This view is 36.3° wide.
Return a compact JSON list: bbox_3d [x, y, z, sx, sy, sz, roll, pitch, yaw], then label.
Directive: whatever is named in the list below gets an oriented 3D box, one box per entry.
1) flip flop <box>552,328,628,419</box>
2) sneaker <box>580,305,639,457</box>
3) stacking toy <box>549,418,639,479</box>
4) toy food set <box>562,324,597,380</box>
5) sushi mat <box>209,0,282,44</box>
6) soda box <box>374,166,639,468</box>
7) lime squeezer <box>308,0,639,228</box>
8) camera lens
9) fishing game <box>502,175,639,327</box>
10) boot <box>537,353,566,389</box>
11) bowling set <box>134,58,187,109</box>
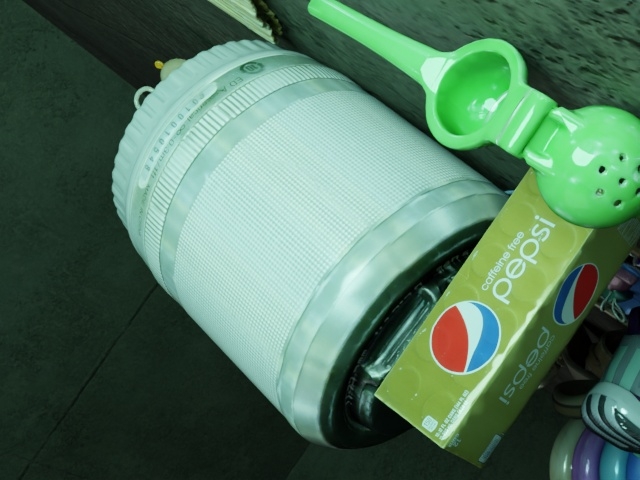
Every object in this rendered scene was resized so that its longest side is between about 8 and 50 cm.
[{"bbox_3d":[0.286,0.113,0.876,0.112,0.080,0.277,-4,164,-3],"label":"flip flop"},{"bbox_3d":[0.294,0.137,0.710,0.223,0.098,0.083,34,163,-23],"label":"sneaker"},{"bbox_3d":[0.357,0.222,0.889,0.141,0.141,0.330,36,161,-14],"label":"stacking toy"},{"bbox_3d":[0.428,0.216,1.116,0.306,0.092,0.220,31,164,44],"label":"toy food set"},{"bbox_3d":[-0.168,-0.250,0.722,0.316,0.019,0.151,34,179,16],"label":"sushi mat"},{"bbox_3d":[0.115,0.041,0.587,0.061,0.181,0.058,33,177,41],"label":"soda box"},{"bbox_3d":[0.108,-0.059,0.481,0.310,0.059,0.110,33,-153,14],"label":"lime squeezer"},{"bbox_3d":[0.000,0.000,0.731,0.274,0.219,0.219,42,-179,31],"label":"camera lens"},{"bbox_3d":[0.194,0.018,0.770,0.189,0.041,0.264,34,176,8],"label":"fishing game"},{"bbox_3d":[0.216,0.102,1.152,0.165,0.077,0.213,53,-172,13],"label":"boot"},{"bbox_3d":[-0.062,-0.104,1.107,0.287,0.154,0.200,34,-164,-1],"label":"bowling set"}]
